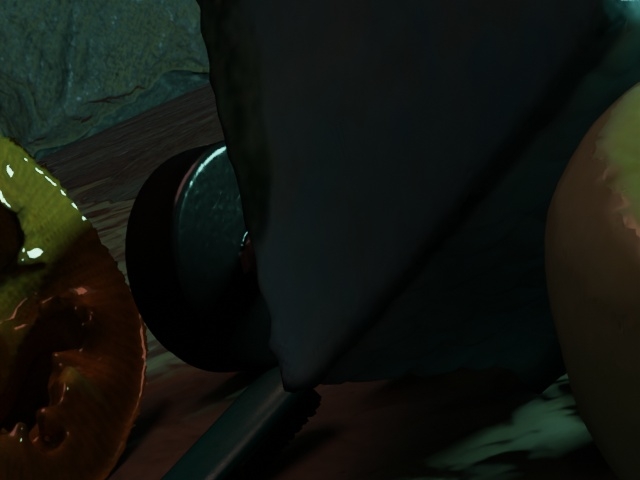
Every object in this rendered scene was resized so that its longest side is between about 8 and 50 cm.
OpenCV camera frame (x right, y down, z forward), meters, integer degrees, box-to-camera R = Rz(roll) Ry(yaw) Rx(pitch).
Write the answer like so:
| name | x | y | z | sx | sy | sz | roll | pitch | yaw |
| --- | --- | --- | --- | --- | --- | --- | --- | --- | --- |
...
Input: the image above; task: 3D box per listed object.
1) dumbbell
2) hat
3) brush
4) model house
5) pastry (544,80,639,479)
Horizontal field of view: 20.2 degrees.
| name | x | y | z | sx | sy | sz | roll | pitch | yaw |
| --- | --- | --- | --- | --- | --- | --- | --- | --- | --- |
| dumbbell | 0.000 | 0.000 | 1.117 | 0.218 | 0.152 | 0.152 | -9 | 16 | 45 |
| hat | -0.267 | 0.085 | 1.134 | 0.233 | 0.244 | 0.233 | -30 | -2 | 27 |
| brush | -0.060 | 0.130 | 0.956 | 0.043 | 0.032 | 0.193 | -3 | 32 | 43 |
| model house | 0.166 | -0.124 | 0.885 | 0.339 | 0.297 | 0.360 | 3 | -36 | -26 |
| pastry | 0.203 | 0.019 | 0.603 | 0.264 | 0.133 | 0.265 | -7 | 35 | 5 |
